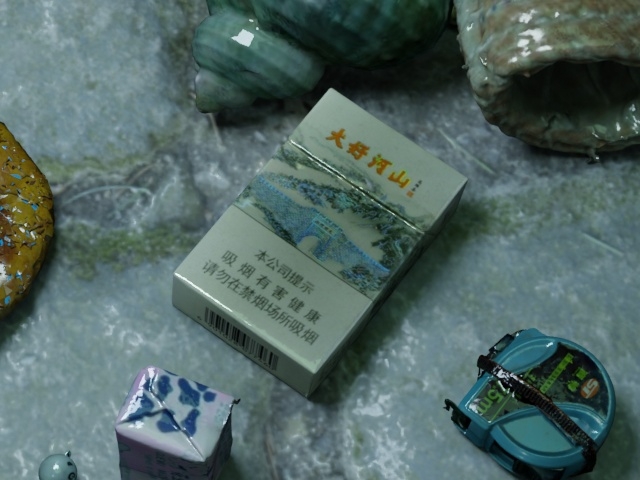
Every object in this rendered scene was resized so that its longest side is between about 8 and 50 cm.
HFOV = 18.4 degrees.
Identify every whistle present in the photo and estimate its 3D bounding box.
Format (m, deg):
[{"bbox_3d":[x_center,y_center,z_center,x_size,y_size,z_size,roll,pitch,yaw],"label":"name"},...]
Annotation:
[{"bbox_3d":[-0.243,0.228,1.743,0.035,0.035,0.100,24,65,6],"label":"whistle"}]

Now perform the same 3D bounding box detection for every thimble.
[{"bbox_3d":[0.251,-0.185,1.906,0.229,0.196,0.148,18,52,-37],"label":"thimble"}]

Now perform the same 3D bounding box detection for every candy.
[{"bbox_3d":[-0.123,0.172,1.714,0.092,0.160,0.073,20,67,5],"label":"candy"}]

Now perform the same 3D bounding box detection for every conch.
[{"bbox_3d":[-0.018,-0.222,1.908,0.277,0.220,0.195,-40,33,-3],"label":"conch"}]

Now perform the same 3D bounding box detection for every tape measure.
[{"bbox_3d":[0.202,0.150,1.806,0.146,0.081,0.125,39,69,12],"label":"tape measure"}]

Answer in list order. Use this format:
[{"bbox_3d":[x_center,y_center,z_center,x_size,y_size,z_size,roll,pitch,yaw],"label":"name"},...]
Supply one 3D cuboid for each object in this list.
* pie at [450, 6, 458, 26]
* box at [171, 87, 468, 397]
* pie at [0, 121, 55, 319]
[{"bbox_3d":[0.198,-0.331,2.060,0.274,0.055,0.274,1,67,-1],"label":"pie"},{"bbox_3d":[0.000,0.000,1.864,0.164,0.069,0.256,34,65,10],"label":"box"},{"bbox_3d":[-0.369,-0.016,1.831,0.273,0.069,0.273,3,65,-5],"label":"pie"}]
